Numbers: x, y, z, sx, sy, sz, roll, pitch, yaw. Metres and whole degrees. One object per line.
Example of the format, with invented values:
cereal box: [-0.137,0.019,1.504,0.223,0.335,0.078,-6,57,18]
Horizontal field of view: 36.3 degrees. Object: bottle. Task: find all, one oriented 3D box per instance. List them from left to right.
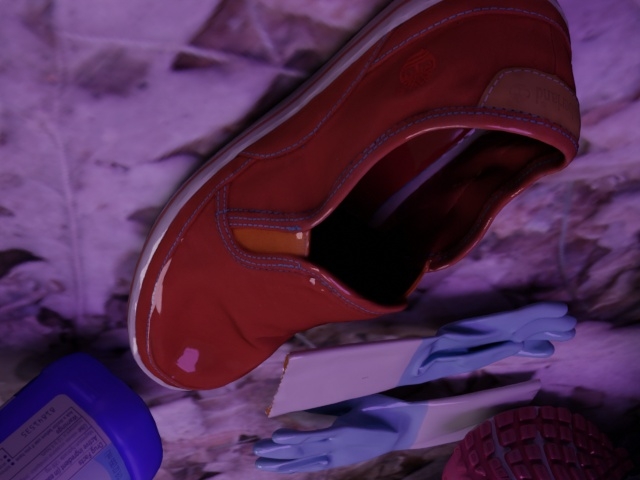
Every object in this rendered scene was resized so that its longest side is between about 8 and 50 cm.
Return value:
bottle: [-0.222,0.194,0.589,0.283,0.092,0.118,-42,156,-29]

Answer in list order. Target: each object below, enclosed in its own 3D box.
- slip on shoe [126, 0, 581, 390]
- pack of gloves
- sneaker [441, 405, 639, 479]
slip on shoe: [0.000,0.000,0.509,0.123,0.101,0.331,20,135,-35]
pack of gloves: [0.062,0.098,0.710,0.232,0.046,0.195,-8,145,-20]
sneaker: [0.208,0.219,0.813,0.299,0.121,0.112,18,139,-38]
